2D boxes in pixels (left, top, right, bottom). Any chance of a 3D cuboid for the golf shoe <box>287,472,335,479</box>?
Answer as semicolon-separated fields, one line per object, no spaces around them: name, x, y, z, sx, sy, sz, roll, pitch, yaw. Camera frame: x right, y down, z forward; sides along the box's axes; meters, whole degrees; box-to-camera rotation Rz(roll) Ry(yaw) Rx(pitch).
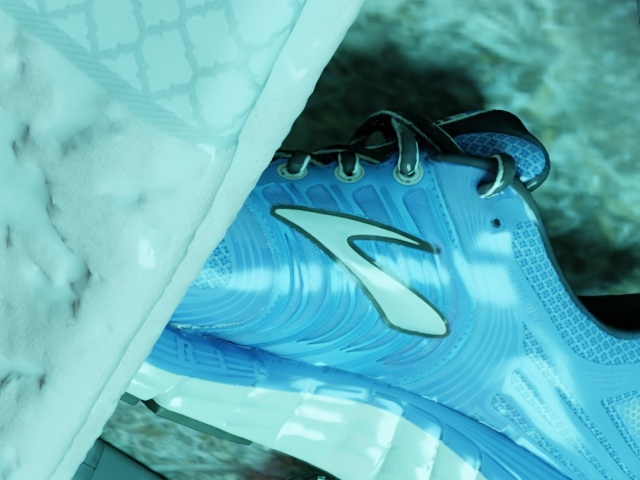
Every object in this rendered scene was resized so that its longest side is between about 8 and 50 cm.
golf shoe;0.056;0.194;0.827;0.198;0.077;0.094;30;155;-2

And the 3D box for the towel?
towel;-0.168;-0.082;0.410;0.332;0.053;0.317;40;125;7

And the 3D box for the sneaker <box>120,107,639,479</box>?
sneaker;0.000;0.000;0.538;0.330;0.147;0.130;27;-174;-18

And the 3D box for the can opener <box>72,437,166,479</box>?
can opener;-0.150;0.168;0.864;0.283;0.095;0.076;36;143;-20

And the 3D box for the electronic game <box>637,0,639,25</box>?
electronic game;0.203;-0.075;0.401;0.229;0.048;0.229;8;139;7
